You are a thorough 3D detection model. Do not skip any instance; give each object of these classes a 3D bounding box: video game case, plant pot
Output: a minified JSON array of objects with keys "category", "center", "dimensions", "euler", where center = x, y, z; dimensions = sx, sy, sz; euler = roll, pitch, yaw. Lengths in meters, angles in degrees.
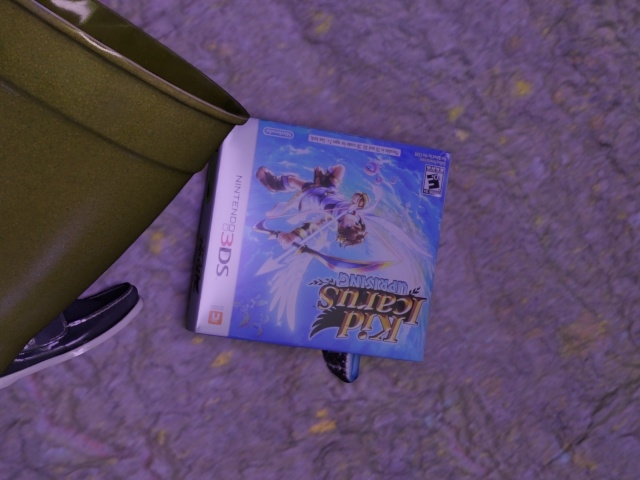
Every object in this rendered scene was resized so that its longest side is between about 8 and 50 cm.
[{"category":"video game case","center":[0.000,0.000,1.699],"dimensions":[0.270,0.061,0.244],"euler":[8,89,-15]},{"category":"plant pot","center":[-0.317,-0.073,1.451],"dimensions":[0.366,0.366,0.353],"euler":[31,98,-26]}]

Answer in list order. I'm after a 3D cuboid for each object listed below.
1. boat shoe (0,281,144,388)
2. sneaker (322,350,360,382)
[{"category":"boat shoe","center":[-0.300,0.092,1.612],"dimensions":[0.233,0.084,0.079],"euler":[-22,109,-16]},{"category":"sneaker","center":[0.050,0.090,1.781],"dimensions":[0.073,0.063,0.162],"euler":[5,98,-28]}]
